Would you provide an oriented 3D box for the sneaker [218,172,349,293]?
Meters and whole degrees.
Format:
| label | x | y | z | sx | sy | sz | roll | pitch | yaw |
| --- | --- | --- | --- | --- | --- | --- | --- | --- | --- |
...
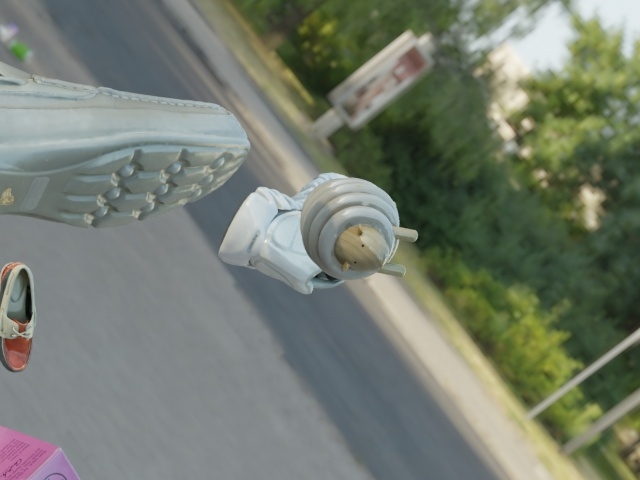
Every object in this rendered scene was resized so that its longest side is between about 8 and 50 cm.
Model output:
| label | x | y | z | sx | sy | sz | roll | pitch | yaw |
| --- | --- | --- | --- | --- | --- | --- | --- | --- | --- |
| sneaker | 0.000 | 0.000 | 1.627 | 0.118 | 0.110 | 0.292 | 31 | 20 | 16 |

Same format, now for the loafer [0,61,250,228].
| label | x | y | z | sx | sy | sz | roll | pitch | yaw |
| --- | --- | --- | --- | --- | --- | --- | --- | --- | --- |
| loafer | -0.193 | -0.071 | 0.971 | 0.319 | 0.112 | 0.111 | -3 | 59 | -38 |

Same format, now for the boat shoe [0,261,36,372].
| label | x | y | z | sx | sy | sz | roll | pitch | yaw |
| --- | --- | --- | --- | --- | --- | --- | --- | --- | --- |
| boat shoe | -0.366 | 0.094 | 1.788 | 0.049 | 0.137 | 0.043 | 0 | 4 | -32 |

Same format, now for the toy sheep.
| label | x | y | z | sx | sy | sz | roll | pitch | yaw |
| --- | --- | --- | --- | --- | --- | --- | --- | --- | --- |
| toy sheep | 0.025 | -0.011 | 1.220 | 0.091 | 0.091 | 0.132 | 49 | 1 | -27 |

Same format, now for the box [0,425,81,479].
| label | x | y | z | sx | sy | sz | roll | pitch | yaw |
| --- | --- | --- | --- | --- | --- | --- | --- | --- | --- |
| box | -0.311 | 0.352 | 1.476 | 0.117 | 0.213 | 0.243 | 9 | -48 | 46 |
